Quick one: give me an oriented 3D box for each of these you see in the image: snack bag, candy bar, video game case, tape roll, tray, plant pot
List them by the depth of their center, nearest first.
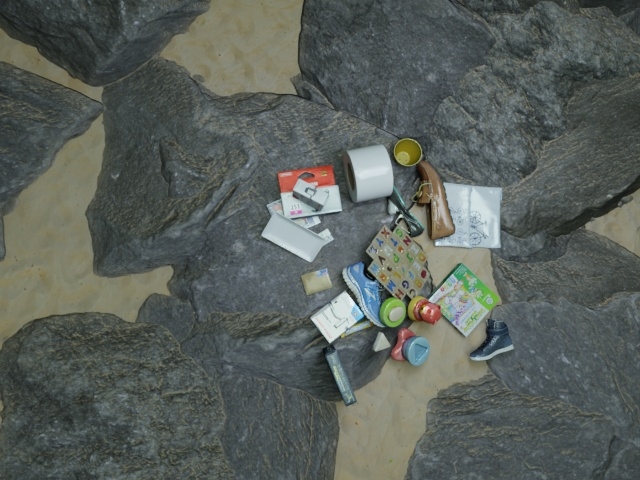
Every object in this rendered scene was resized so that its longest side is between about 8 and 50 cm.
[{"bbox_3d":[0.215,-0.306,1.848,0.169,0.246,0.246,-12,84,-5],"label":"tape roll"},{"bbox_3d":[-0.122,-0.018,1.859,0.271,0.030,0.145,29,113,-9],"label":"tray"},{"bbox_3d":[0.166,0.405,1.870,0.162,0.018,0.040,-19,85,-5],"label":"candy bar"},{"bbox_3d":[-0.127,-0.125,1.913,0.201,0.023,0.183,-25,85,-6],"label":"video game case"},{"bbox_3d":[0.410,-0.412,1.948,0.134,0.095,0.134,0,84,-4],"label":"plant pot"},{"bbox_3d":[0.724,-0.117,1.963,0.343,0.037,0.322,5,82,-3],"label":"snack bag"}]

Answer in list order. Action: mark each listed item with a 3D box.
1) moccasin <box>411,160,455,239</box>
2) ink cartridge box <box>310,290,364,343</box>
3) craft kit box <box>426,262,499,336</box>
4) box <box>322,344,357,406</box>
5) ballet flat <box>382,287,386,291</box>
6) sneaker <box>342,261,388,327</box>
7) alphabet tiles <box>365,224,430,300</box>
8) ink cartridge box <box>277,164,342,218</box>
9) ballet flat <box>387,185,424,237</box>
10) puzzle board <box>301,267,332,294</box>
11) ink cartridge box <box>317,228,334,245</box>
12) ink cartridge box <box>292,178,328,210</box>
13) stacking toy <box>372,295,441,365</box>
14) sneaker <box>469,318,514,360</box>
[{"bbox_3d":[0.513,-0.190,1.900,0.147,0.139,0.379,-14,89,3],"label":"moccasin"},{"bbox_3d":[0.076,0.349,1.830,0.203,0.086,0.148,-38,79,-8],"label":"ink cartridge box"},{"bbox_3d":[0.669,0.278,1.903,0.247,0.061,0.250,44,83,-1],"label":"craft kit box"},{"bbox_3d":[0.080,0.582,1.760,0.059,0.183,0.232,-22,86,-7],"label":"box"},{"bbox_3d":[0.324,0.188,1.890,0.168,0.052,0.057,-32,86,-7],"label":"ballet flat"},{"bbox_3d":[0.237,0.242,1.823,0.147,0.130,0.329,-33,86,15],"label":"sneaker"},{"bbox_3d":[0.361,0.104,1.849,0.342,0.011,0.285,46,63,-15],"label":"alphabet tiles"},{"bbox_3d":[-0.052,-0.230,1.893,0.275,0.060,0.238,-9,85,-6],"label":"ink cartridge box"},{"bbox_3d":[0.382,-0.131,1.917,0.096,0.095,0.280,-36,87,5],"label":"ballet flat"},{"bbox_3d":[-0.018,0.192,1.888,0.128,0.011,0.096,-17,83,-6],"label":"puzzle board"},{"bbox_3d":[0.000,0.000,1.903,0.115,0.029,0.062,-31,86,-7],"label":"ink cartridge box"},{"bbox_3d":[-0.046,-0.202,1.804,0.151,0.109,0.063,27,78,-1],"label":"ink cartridge box"},{"bbox_3d":[0.392,0.396,1.769,0.280,0.130,0.308,14,89,-31],"label":"stacking toy"},{"bbox_3d":[0.772,0.451,1.863,0.226,0.086,0.163,-17,95,-15],"label":"sneaker"}]
